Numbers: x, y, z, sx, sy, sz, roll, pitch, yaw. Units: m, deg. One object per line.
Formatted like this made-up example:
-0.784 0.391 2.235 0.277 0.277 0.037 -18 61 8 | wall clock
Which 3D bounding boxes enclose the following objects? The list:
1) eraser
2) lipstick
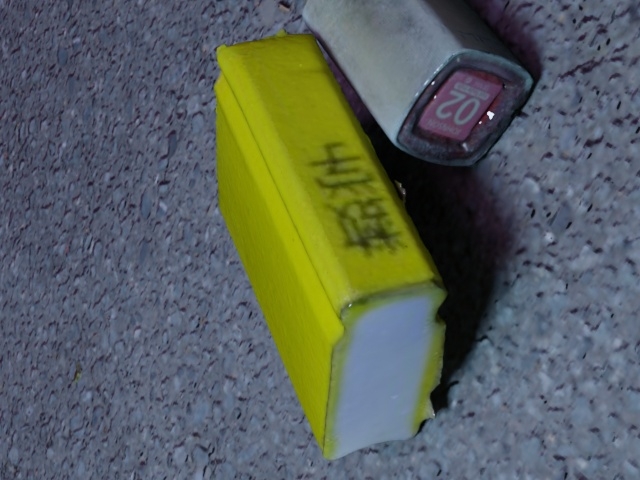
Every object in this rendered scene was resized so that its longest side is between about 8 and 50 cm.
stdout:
0.000 0.000 0.788 0.158 0.069 0.226 98 154 -50 | eraser
0.031 -0.155 0.831 0.077 0.079 0.253 -54 46 25 | lipstick
